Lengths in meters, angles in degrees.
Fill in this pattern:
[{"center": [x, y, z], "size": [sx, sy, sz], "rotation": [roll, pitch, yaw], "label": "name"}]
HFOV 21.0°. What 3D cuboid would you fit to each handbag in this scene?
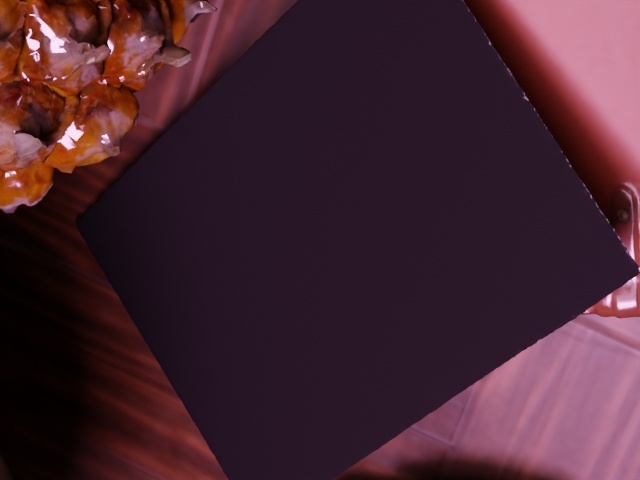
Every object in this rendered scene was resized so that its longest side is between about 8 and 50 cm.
[{"center": [0.084, -0.063, 0.678], "size": [0.127, 0.063, 0.190], "rotation": [0, 105, 21], "label": "handbag"}]

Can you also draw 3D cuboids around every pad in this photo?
[{"center": [0.000, 0.000, 0.710], "size": [0.245, 0.006, 0.170], "rotation": [-40, 79, 41], "label": "pad"}]

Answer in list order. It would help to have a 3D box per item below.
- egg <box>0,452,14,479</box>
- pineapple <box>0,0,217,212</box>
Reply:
[{"center": [-0.294, 0.177, 0.689], "size": [0.345, 0.345, 0.428], "rotation": [48, 142, 0], "label": "egg"}, {"center": [-0.171, -0.137, 0.588], "size": [0.263, 0.271, 0.262], "rotation": [0, 84, 0], "label": "pineapple"}]
